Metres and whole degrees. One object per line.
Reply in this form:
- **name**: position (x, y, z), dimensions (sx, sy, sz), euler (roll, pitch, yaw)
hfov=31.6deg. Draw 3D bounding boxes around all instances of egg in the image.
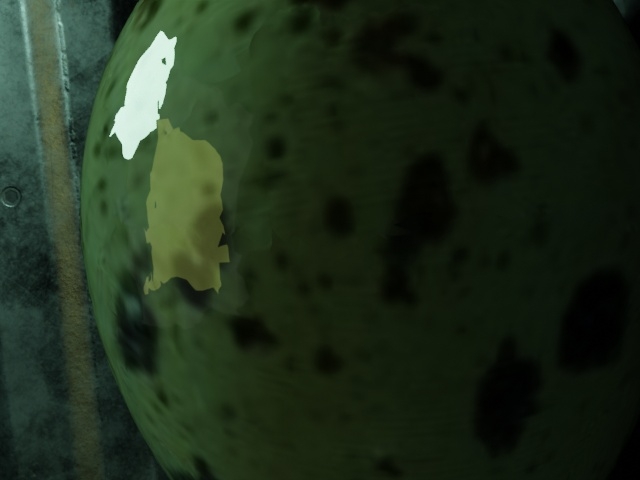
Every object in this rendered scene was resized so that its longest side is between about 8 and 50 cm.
- **egg**: position (0.028, 0.011, 0.564), dimensions (0.287, 0.287, 0.379), euler (-135, 42, -70)
